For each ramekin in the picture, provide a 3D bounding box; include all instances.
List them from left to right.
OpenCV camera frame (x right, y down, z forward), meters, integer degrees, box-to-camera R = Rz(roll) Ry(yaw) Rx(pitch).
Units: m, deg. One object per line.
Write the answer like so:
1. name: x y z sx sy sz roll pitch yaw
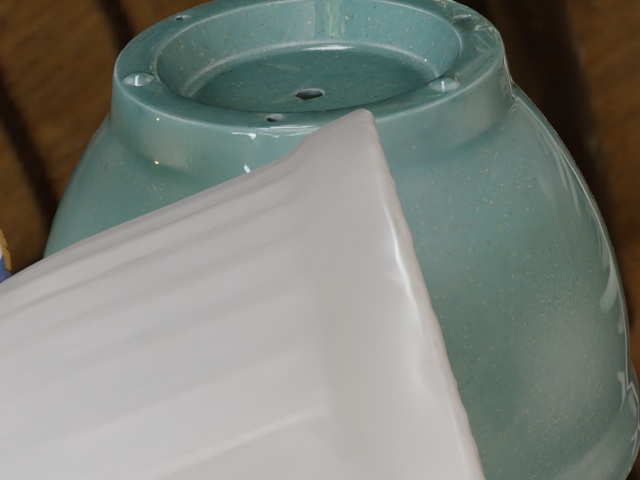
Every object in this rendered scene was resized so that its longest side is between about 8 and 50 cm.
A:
1. ramekin: -0.006 0.112 0.576 0.277 0.135 0.277 -18 -90 -88

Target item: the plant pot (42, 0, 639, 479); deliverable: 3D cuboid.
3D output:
1. plant pot: 0.000 0.000 0.890 0.293 0.293 0.196 -50 -39 -54

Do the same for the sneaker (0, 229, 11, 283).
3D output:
1. sneaker: -0.354 -0.032 1.648 0.131 0.112 0.296 22 -134 -58
